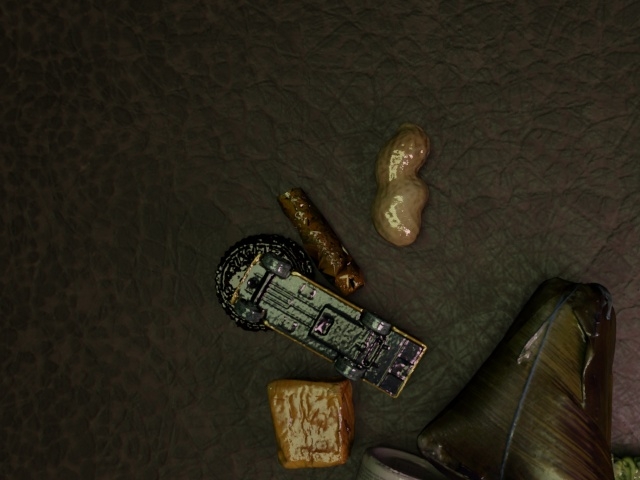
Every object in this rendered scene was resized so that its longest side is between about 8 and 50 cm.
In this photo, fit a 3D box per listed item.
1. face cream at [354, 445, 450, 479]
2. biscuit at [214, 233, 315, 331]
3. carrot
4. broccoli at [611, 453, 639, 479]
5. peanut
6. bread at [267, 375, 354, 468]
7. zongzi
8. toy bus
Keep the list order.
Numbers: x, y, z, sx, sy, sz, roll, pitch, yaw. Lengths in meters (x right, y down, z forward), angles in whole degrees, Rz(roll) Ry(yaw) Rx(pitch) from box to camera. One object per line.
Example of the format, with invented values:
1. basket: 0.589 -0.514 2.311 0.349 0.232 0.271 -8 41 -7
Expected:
1. face cream: 0.137 0.453 1.348 0.177 0.177 0.152 16 90 12
2. biscuit: -0.105 0.078 1.483 0.195 0.053 0.194 -1 87 12
3. carrot: 0.001 0.000 1.458 0.069 0.069 0.228 -36 78 8
4. broccoli: 0.560 0.499 1.237 0.272 0.324 0.334 9 77 -30
5. peanut: 0.145 -0.102 1.424 0.104 0.085 0.227 3 86 3
6. bread: -0.016 0.320 1.410 0.143 0.149 0.158 -8 79 10
7. zongzi: 0.424 0.296 1.221 0.432 0.208 0.403 35 88 43
8. toy bus: 0.013 0.143 1.387 0.336 0.123 0.121 30 95 -2
